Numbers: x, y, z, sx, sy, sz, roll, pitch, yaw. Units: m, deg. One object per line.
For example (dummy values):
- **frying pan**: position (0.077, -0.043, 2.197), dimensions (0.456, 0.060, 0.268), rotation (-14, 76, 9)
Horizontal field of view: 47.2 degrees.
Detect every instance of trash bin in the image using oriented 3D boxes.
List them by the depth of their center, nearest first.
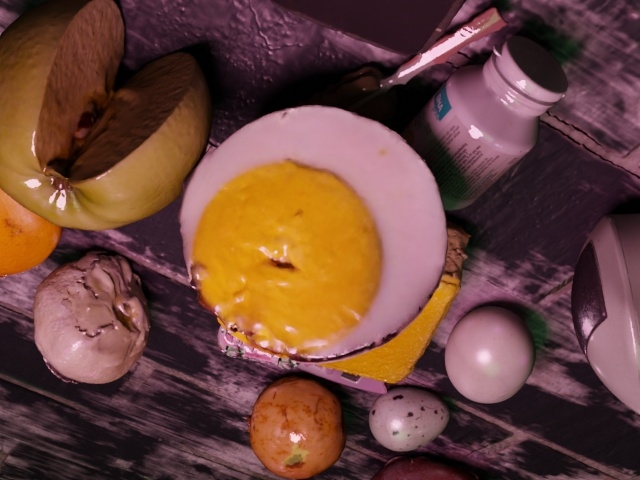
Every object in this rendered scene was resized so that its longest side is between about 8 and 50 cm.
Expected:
- **trash bin**: position (0.563, 0.078, 0.984), dimensions (0.431, 0.280, 0.280), rotation (-10, 135, 18)

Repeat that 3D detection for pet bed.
- **pet bed**: position (0.059, -0.319, 0.752), dimensions (0.210, 0.159, 0.183), rotation (19, 164, -6)

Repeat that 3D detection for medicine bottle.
- **medicine bottle**: position (0.198, -0.146, 0.914), dimensions (0.135, 0.135, 0.215), rotation (25, 137, -15)

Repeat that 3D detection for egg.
- **egg**: position (0.000, 0.000, 0.940), dimensions (0.337, 0.337, 0.201), rotation (0, 172, 12)
- **egg**: position (0.291, 0.203, 1.270), dimensions (0.151, 0.151, 0.209), rotation (6, 141, 6)
- **egg**: position (0.181, 0.362, 1.493), dimensions (0.164, 0.131, 0.131), rotation (-3, 139, -5)

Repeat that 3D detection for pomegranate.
- **pomegranate**: position (-0.053, 0.386, 1.504), dimensions (0.215, 0.215, 0.215), rotation (6, 138, 6)

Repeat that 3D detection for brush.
- **brush**: position (0.096, -0.202, 0.924), dimensions (0.301, 0.071, 0.084), rotation (-25, 124, 33)

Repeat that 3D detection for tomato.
- **tomato**: position (0.249, 0.646, 1.691), dimensions (0.316, 0.283, 0.317), rotation (16, 146, 11)

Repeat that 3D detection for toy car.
- **toy car**: position (-0.091, 0.158, 1.159), dimensions (0.142, 0.069, 0.055), rotation (13, 176, -1)

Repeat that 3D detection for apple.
- **apple**: position (-0.284, -0.153, 0.927), dimensions (0.291, 0.254, 0.292), rotation (10, 142, 8)

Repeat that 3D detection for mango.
- **mango**: position (-0.528, -0.056, 1.177), dimensions (0.187, 0.138, 0.257), rotation (-5, 144, 0)

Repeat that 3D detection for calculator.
- **calculator**: position (0.020, 0.204, 1.420), dimensions (0.294, 0.043, 0.194), rotation (21, 139, -5)

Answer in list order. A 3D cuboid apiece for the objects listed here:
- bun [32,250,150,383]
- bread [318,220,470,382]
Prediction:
- **bun**: position (-0.385, 0.133, 1.294), dimensions (0.141, 0.239, 0.239), rotation (-13, 133, 23)
- **bread**: position (0.034, 0.075, 1.191), dimensions (0.333, 0.143, 0.324), rotation (16, 137, -4)
